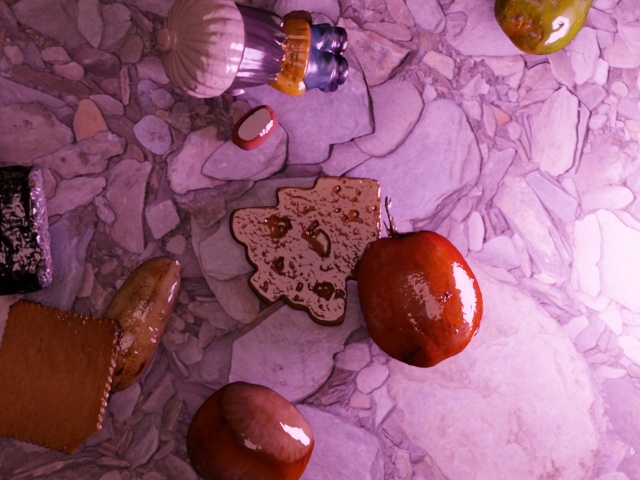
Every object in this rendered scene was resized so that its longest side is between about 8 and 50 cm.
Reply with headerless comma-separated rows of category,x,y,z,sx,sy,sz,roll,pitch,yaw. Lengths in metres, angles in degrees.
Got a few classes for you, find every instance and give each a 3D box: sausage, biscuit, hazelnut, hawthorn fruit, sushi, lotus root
sausage,-0.117,-0.200,1.920,0.094,0.054,0.059,-44,92,-8
biscuit,0.000,0.000,1.923,0.301,0.043,0.278,-39,89,-10
biscuit,-0.453,0.230,1.814,0.232,0.013,0.236,10,86,20
hazelnut,-0.124,0.344,1.816,0.214,0.176,0.214,4,104,15
hawthorn fruit,0.158,0.067,1.856,0.211,0.211,0.299,-20,92,-8
sushi,-0.517,-0.021,1.818,0.126,0.136,0.225,-12,80,-11
lotus root,-0.321,0.142,1.848,0.110,0.097,0.258,24,79,-2

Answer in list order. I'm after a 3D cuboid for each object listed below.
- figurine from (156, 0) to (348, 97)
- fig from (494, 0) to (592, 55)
figurine,-0.113,-0.335,1.857,0.333,0.204,0.185,-1,83,-7
fig,0.425,-0.450,1.958,0.233,0.167,0.167,-45,91,-1
